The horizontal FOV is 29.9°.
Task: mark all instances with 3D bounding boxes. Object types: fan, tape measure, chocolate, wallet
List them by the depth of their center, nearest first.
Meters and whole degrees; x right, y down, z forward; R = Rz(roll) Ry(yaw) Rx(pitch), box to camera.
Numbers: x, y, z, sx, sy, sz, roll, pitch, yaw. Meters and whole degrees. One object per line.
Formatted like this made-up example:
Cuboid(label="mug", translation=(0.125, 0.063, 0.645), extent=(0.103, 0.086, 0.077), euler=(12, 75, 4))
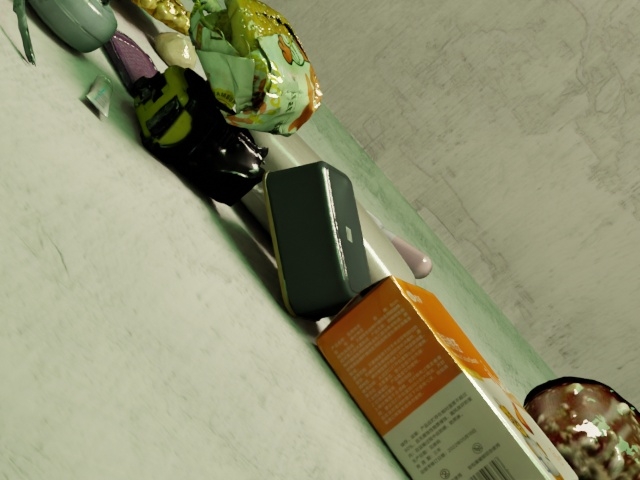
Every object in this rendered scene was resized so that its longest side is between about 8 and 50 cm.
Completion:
Cuboid(label="tape measure", translation=(-0.316, -0.283, 1.510), extent=(0.164, 0.084, 0.330), euler=(39, 12, -31))
Cuboid(label="tape measure", translation=(-0.169, -0.158, 1.624), extent=(0.199, 0.112, 0.186), euler=(44, 9, -38))
Cuboid(label="wallet", translation=(-0.267, -0.250, 1.756), extent=(0.111, 0.030, 0.166), euler=(38, 16, -54))
Cuboid(label="chocolate", translation=(0.497, 0.414, 2.135), extent=(0.340, 0.225, 0.210), euler=(49, 18, -5))
Cuboid(label="fan", translation=(0.095, -0.010, 2.155), extent=(0.244, 0.074, 0.130), euler=(33, -6, 13))

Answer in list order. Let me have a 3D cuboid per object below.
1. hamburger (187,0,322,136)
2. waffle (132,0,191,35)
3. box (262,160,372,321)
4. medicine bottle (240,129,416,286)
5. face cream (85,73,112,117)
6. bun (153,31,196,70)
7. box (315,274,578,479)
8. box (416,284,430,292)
Cuboid(label="hamburger", translation=(-0.099, -0.255, 1.599), extent=(0.235, 0.125, 0.214), euler=(69, 11, 16))
Cuboid(label="waffle", translation=(-0.322, -0.448, 2.114), extent=(0.291, 0.051, 0.291), euler=(37, 8, -6))
Cuboid(label="box", translation=(0.000, 0.000, 1.603), extent=(0.144, 0.090, 0.201), euler=(24, 54, -68))
Cuboid(label="medicine bottle", translation=(-0.002, -0.029, 1.831), extent=(0.375, 0.123, 0.282), euler=(49, 8, -1))
Cuboid(label="face cream", translation=(-0.274, -0.182, 1.497), extent=(0.038, 0.020, 0.115), euler=(47, 11, -20))
Cuboid(label="bun", translation=(-0.246, -0.330, 2.086), extent=(0.086, 0.055, 0.086), euler=(47, 8, -9))
Cuboid(label="box", translation=(0.165, 0.221, 1.574), extent=(0.341, 0.143, 0.225), euler=(54, 11, 19))
Cuboid(label="box", translation=(0.233, 0.199, 2.204), extent=(0.260, 0.062, 0.175), euler=(54, 11, 20))
